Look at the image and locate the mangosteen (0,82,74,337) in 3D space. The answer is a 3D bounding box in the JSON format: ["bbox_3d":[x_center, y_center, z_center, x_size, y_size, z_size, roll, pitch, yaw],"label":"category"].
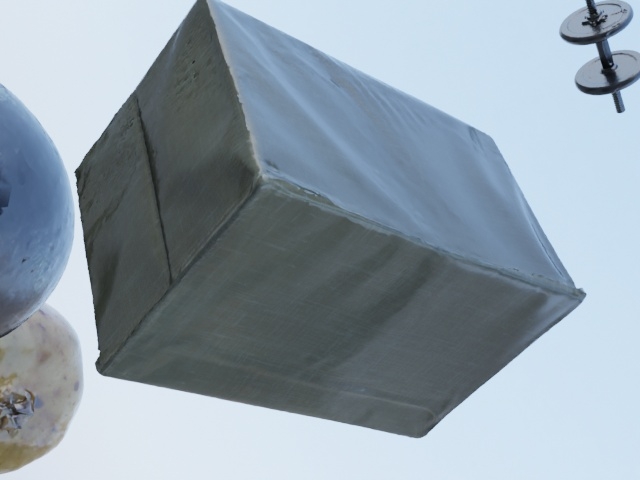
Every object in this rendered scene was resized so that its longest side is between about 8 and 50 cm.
[{"bbox_3d":[-0.368,-0.015,0.841,0.300,0.300,0.300,40,-42,48],"label":"mangosteen"}]

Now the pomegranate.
[{"bbox_3d":[-0.388,0.154,1.108,0.248,0.248,0.248,40,-42,48],"label":"pomegranate"}]

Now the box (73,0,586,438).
[{"bbox_3d":[0.000,0.000,0.555,0.155,0.231,0.149,-48,-138,29],"label":"box"}]

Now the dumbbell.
[{"bbox_3d":[0.265,-0.181,0.916,0.069,0.069,0.147,30,-27,54],"label":"dumbbell"}]
